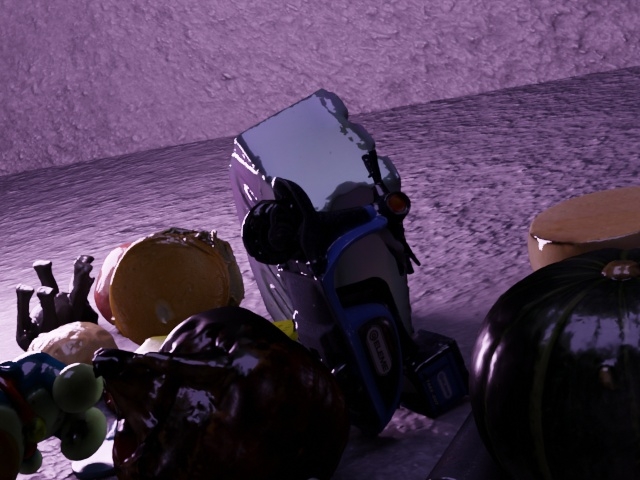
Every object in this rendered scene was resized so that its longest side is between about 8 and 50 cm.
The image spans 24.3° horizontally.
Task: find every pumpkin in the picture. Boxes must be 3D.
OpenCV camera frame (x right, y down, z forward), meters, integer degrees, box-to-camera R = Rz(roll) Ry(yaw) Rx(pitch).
[{"bbox_3d":[0.305,0.135,1.461,0.323,0.241,0.323,-16,16,5],"label":"pumpkin"}]

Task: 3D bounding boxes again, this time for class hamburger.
[{"bbox_3d":[-0.233,0.077,2.346,0.215,0.189,0.122,-15,5,9],"label":"hamburger"}]

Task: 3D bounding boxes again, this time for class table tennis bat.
[{"bbox_3d":[-0.277,0.276,1.964,0.100,0.019,0.155,-17,16,3],"label":"table tennis bat"}]

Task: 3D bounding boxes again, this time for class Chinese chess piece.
[{"bbox_3d":[0.423,0.002,2.132,0.251,0.097,0.251,-14,15,4],"label":"Chinese chess piece"}]

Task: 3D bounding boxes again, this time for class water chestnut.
[{"bbox_3d":[-0.114,0.197,1.644,0.289,0.244,0.289,-18,10,3],"label":"water chestnut"}]

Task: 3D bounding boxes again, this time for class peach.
[{"bbox_3d":[-0.309,0.083,2.526,0.152,0.152,0.152,-14,14,4],"label":"peach"}]

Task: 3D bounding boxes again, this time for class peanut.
[{"bbox_3d":[-0.378,0.180,2.238,0.159,0.109,0.141,1,7,35],"label":"peanut"}]

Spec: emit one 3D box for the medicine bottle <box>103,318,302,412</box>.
[{"bbox_3d":[-0.125,0.192,1.885,0.250,0.141,0.137,-8,19,24],"label":"medicine bottle"}]

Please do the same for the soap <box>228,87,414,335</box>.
[{"bbox_3d":[0.000,0.000,2.055,0.156,0.446,0.261,-29,55,-14],"label":"soap"}]

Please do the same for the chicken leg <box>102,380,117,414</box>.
[{"bbox_3d":[-0.257,0.217,2.112,0.093,0.053,0.205,-5,14,-21],"label":"chicken leg"}]

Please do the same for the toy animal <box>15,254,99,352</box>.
[{"bbox_3d":[-0.448,0.106,2.515,0.115,0.146,0.245,15,30,26],"label":"toy animal"}]

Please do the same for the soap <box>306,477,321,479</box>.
[{"bbox_3d":[0.016,0.302,1.476,0.119,0.066,0.198,-23,16,-34],"label":"soap"}]

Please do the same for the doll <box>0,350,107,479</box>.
[{"bbox_3d":[-0.438,0.247,1.874,0.322,0.198,0.186,-22,39,-36],"label":"doll"}]

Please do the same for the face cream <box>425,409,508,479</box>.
[{"bbox_3d":[0.179,0.222,1.596,0.073,0.073,0.283,-8,16,25],"label":"face cream"}]

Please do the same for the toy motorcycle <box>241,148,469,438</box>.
[{"bbox_3d":[0.043,0.066,1.771,0.213,0.358,0.125,-32,22,-24],"label":"toy motorcycle"}]
